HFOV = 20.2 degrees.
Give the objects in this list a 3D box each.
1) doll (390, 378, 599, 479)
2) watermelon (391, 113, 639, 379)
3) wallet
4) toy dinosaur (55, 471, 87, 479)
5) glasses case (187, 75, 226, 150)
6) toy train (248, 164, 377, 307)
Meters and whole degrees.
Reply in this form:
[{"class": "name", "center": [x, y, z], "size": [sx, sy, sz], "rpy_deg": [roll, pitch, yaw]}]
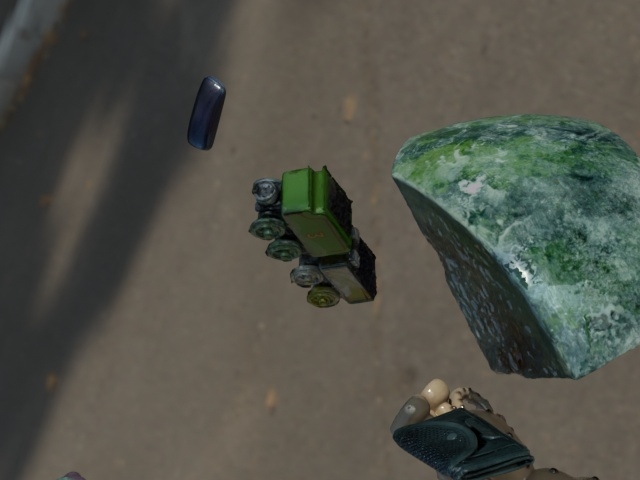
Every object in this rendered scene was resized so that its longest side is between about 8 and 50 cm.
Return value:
[{"class": "doll", "center": [0.199, 0.252, 1.846], "size": [0.278, 0.154, 0.119], "rpy_deg": [45, 126, 21]}, {"class": "watermelon", "center": [0.220, 0.025, 1.833], "size": [0.387, 0.228, 0.258], "rpy_deg": [54, 152, 42]}, {"class": "wallet", "center": [0.131, 0.190, 1.689], "size": [0.129, 0.088, 0.026], "rpy_deg": [28, 127, 60]}, {"class": "toy dinosaur", "center": [-0.078, 0.218, 1.228], "size": [0.383, 0.129, 0.331], "rpy_deg": [-28, 31, 24]}, {"class": "glasses case", "center": [-0.128, -0.139, 1.990], "size": [0.033, 0.023, 0.083], "rpy_deg": [36, 120, 37]}, {"class": "toy train", "center": [0.000, 0.000, 1.614], "size": [0.081, 0.202, 0.060], "rpy_deg": [-9, 61, 17]}]
